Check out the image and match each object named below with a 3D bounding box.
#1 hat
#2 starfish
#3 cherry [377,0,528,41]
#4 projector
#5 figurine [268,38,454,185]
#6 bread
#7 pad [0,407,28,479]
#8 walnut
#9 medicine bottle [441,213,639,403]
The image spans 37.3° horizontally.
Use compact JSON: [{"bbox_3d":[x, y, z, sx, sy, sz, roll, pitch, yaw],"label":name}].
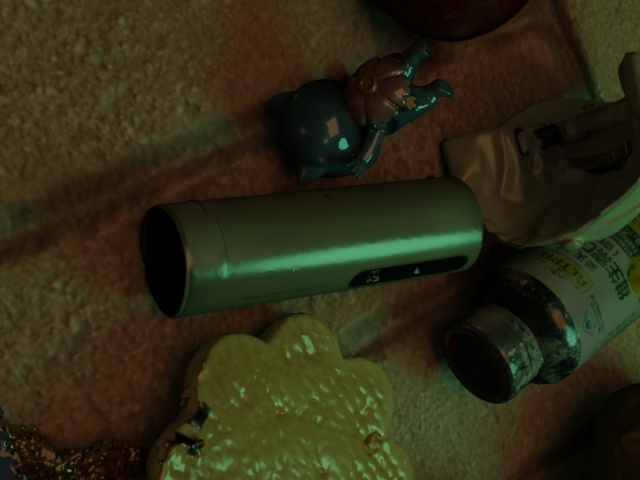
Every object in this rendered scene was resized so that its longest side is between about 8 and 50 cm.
[{"bbox_3d":[0.309,-0.104,1.044,0.301,0.258,0.168,-28,94,-42],"label":"hat"},{"bbox_3d":[-0.232,0.230,0.808,0.247,0.050,0.138,12,81,-22],"label":"starfish"},{"bbox_3d":[0.149,-0.328,0.970,0.206,0.239,0.239,-13,93,-38],"label":"cherry"},{"bbox_3d":[0.000,0.000,0.927,0.338,0.108,0.108,-7,90,-30],"label":"projector"},{"bbox_3d":[0.046,-0.128,0.949,0.114,0.178,0.144,63,22,-1],"label":"figurine"},{"bbox_3d":[-0.029,0.219,0.890,0.316,0.054,0.316,15,67,-40],"label":"bread"},{"bbox_3d":[-0.335,0.288,0.728,0.269,0.012,0.269,-19,95,-17],"label":"pad"},{"bbox_3d":[0.419,0.289,1.077,0.273,0.227,0.273,0,90,-35],"label":"walnut"},{"bbox_3d":[0.269,0.064,1.059,0.293,0.141,0.141,-32,102,-28],"label":"medicine bottle"}]
